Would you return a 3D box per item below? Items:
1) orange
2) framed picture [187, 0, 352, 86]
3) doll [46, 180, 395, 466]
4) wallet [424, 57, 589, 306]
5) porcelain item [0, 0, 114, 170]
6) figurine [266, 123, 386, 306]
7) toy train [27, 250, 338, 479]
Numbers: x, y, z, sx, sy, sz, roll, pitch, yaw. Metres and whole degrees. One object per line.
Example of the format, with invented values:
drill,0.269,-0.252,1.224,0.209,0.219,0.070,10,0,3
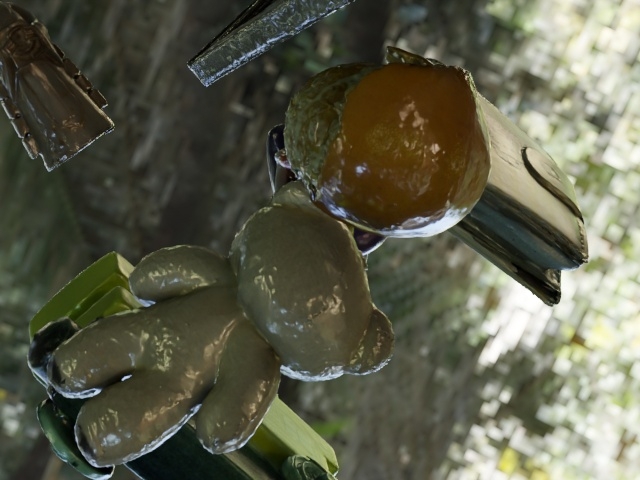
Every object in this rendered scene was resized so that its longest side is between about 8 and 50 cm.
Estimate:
orange,0.049,-0.072,1.398,0.156,0.134,0.156,29,-173,-4
framed picture,0.090,-0.269,1.458,0.028,0.326,0.446,48,157,-11
doll,-0.087,0.080,1.647,0.175,0.278,0.149,64,178,2
wallet,0.187,-0.073,2.158,0.223,0.077,0.309,32,-157,-12
porcelain item,-0.269,-0.169,1.761,0.213,0.084,0.054,56,154,-8
figurine,0.001,-0.005,2.174,0.154,0.193,0.421,7,-170,0
toy train,-0.136,0.200,2.114,0.442,0.179,0.272,44,-168,-25
